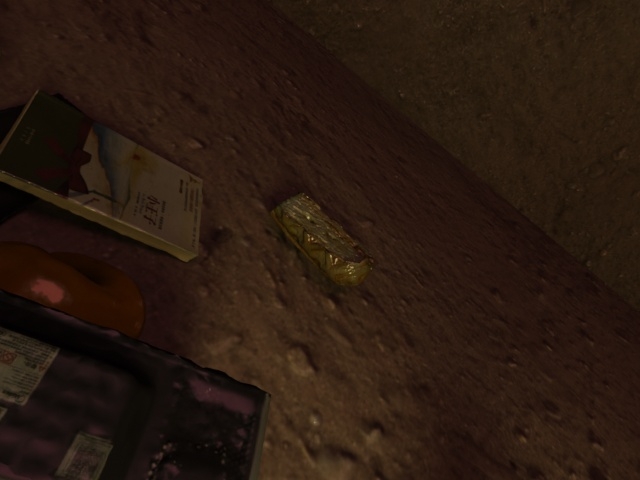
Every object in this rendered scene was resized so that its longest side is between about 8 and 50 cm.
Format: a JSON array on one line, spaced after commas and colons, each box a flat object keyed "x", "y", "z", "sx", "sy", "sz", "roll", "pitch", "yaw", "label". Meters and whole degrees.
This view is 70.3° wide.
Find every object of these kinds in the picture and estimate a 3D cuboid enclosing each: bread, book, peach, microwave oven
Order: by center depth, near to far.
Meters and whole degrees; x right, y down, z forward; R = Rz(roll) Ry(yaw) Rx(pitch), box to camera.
[{"x": -0.218, "y": 0.169, "z": 0.337, "sx": 0.295, "sy": 0.237, "sz": 0.181, "roll": 26, "pitch": 35, "yaw": -15, "label": "microwave oven"}, {"x": -0.276, "y": 0.063, "z": 0.477, "sx": 0.179, "sy": 0.103, "sz": 0.179, "roll": 23, "pitch": -7, "yaw": 3, "label": "peach"}, {"x": -0.315, "y": -0.096, "z": 0.695, "sx": 0.290, "sy": 0.026, "sz": 0.201, "roll": 28, "pitch": 35, "yaw": -34, "label": "book"}, {"x": 0.000, "y": 0.000, "z": 0.892, "sx": 0.232, "sy": 0.088, "sz": 0.128, "roll": 42, "pitch": 24, "yaw": 12, "label": "bread"}]

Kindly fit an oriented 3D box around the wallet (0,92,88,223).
[{"x": -0.420, "y": -0.133, "z": 0.658, "sx": 0.146, "sy": 0.030, "sz": 0.285, "roll": 42, "pitch": 31, "yaw": -10, "label": "wallet"}]
